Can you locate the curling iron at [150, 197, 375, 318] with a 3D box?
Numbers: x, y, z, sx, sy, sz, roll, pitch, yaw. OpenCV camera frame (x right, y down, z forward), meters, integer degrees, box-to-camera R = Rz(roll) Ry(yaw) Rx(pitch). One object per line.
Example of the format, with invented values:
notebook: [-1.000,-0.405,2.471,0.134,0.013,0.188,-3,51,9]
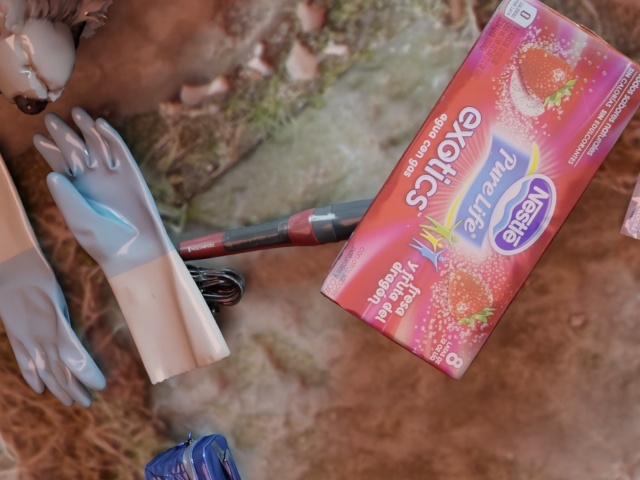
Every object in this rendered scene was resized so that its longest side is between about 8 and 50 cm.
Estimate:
curling iron: [0.000,0.000,1.440,0.274,0.035,0.068,-18,118,10]

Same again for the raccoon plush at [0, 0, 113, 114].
raccoon plush: [-0.189,-0.314,1.376,0.299,0.216,0.447,-18,56,41]

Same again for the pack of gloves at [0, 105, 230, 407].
pack of gloves: [-0.203,0.022,1.451,0.195,0.046,0.232,-23,96,31]

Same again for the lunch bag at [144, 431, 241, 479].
lunch bag: [-0.093,0.200,1.478,0.065,0.067,0.098,-18,96,14]

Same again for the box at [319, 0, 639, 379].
box: [0.119,-0.041,1.337,0.122,0.128,0.257,33,95,2]

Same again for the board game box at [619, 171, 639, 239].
board game box: [0.279,-0.034,1.380,0.090,0.020,0.090,18,104,7]
